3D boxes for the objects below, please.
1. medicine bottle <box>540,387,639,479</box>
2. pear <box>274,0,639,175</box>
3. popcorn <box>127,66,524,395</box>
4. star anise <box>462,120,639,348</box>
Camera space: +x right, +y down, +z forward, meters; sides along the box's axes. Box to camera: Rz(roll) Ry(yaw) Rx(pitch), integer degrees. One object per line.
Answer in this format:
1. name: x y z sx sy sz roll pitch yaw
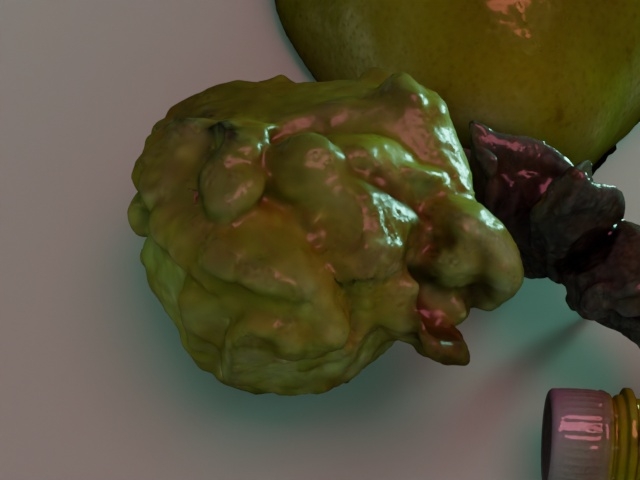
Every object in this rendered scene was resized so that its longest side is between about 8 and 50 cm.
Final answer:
1. medicine bottle: 0.251 0.134 0.933 0.213 0.122 0.122 3 53 3
2. pear: 0.141 -0.240 1.135 0.340 0.191 0.386 6 53 -8
3. popcorn: 0.000 0.000 0.933 0.266 0.192 0.233 27 44 28
4. star anise: 0.160 -0.007 0.970 0.073 0.212 0.197 -44 111 -4
